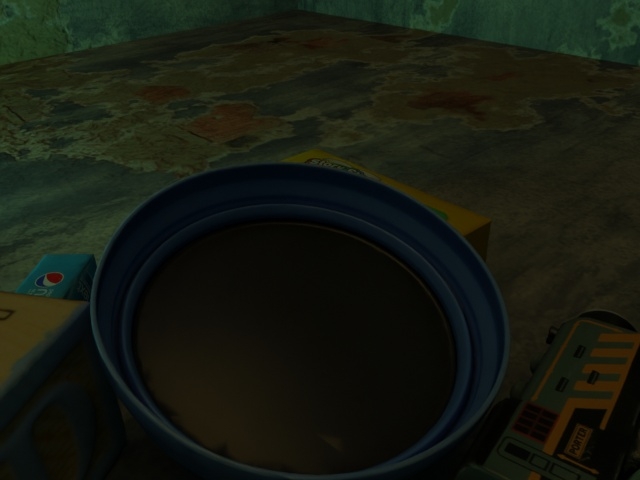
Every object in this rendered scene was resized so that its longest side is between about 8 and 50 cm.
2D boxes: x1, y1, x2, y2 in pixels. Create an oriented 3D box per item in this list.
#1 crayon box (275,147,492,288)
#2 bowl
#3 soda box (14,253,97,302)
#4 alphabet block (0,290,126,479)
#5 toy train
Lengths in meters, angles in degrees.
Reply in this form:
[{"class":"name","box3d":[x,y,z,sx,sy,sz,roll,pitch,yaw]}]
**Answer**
[{"class":"crayon box","box3d":[0.000,0.000,0.866,0.313,0.106,0.363,-25,38,-35]},{"class":"bowl","box3d":[-0.017,0.066,0.594,0.392,0.077,0.391,7,42,-6]},{"class":"soda box","box3d":[-0.352,0.098,0.764,0.071,0.067,0.210,-1,31,3]},{"class":"alphabet block","box3d":[-0.317,0.168,0.526,0.197,0.192,0.193,6,30,12]},{"class":"toy train","box3d":[0.253,0.170,0.517,0.190,0.142,0.334,20,37,30]}]
